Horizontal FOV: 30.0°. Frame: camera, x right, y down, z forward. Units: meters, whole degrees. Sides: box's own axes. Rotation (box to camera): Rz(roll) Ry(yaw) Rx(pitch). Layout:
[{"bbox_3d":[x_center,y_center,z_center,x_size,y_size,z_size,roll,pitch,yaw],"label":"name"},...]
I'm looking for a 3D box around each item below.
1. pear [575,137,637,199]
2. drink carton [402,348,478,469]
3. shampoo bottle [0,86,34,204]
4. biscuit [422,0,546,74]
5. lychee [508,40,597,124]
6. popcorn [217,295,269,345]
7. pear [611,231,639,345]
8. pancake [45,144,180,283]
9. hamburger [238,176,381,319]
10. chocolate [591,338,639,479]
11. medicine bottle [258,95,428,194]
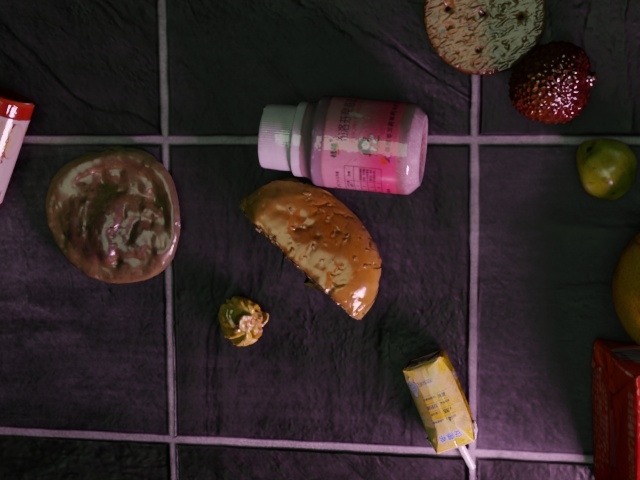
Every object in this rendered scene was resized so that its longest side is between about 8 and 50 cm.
[{"bbox_3d":[0.422,-0.108,1.777,0.097,0.092,0.092,35,102,4],"label":"pear"},{"bbox_3d":[0.198,0.277,1.875,0.084,0.074,0.200,-23,91,13],"label":"drink carton"},{"bbox_3d":[-0.559,-0.111,1.949,0.104,0.104,0.278,23,101,7],"label":"shampoo bottle"},{"bbox_3d":[0.248,-0.345,1.807,0.187,0.027,0.188,2,99,10],"label":"biscuit"},{"bbox_3d":[0.341,-0.229,1.757,0.129,0.123,0.123,-22,93,11],"label":"lychee"},{"bbox_3d":[-0.128,0.132,1.914,0.084,0.084,0.084,1,98,10],"label":"popcorn"},{"bbox_3d":[0.525,0.071,1.723,0.208,0.209,0.209,1,98,10],"label":"pear"},{"bbox_3d":[-0.336,-0.043,1.944,0.241,0.050,0.242,1,98,9],"label":"pancake"},{"bbox_3d":[0.000,0.000,1.849,0.131,0.124,0.262,-44,89,12],"label":"hamburger"},{"bbox_3d":[0.473,0.281,1.747,0.107,0.235,0.238,-1,97,0],"label":"chocolate"},{"bbox_3d":[0.035,-0.148,1.814,0.247,0.147,0.147,6,98,9],"label":"medicine bottle"}]
